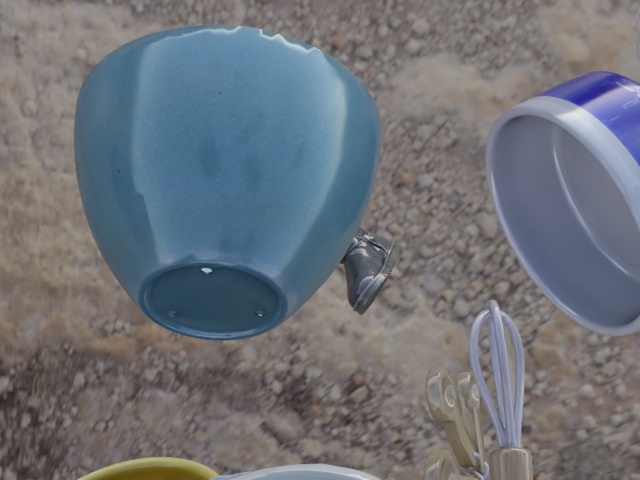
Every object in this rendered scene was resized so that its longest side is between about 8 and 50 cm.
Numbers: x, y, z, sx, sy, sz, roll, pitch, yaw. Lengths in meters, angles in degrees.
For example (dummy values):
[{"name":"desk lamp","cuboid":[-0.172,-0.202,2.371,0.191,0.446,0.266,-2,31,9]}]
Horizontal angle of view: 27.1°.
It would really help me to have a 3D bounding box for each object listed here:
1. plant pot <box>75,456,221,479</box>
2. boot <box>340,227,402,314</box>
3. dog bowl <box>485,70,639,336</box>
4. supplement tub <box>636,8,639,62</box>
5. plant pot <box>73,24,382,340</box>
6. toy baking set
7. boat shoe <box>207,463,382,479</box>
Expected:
[{"name":"plant pot","cuboid":[-0.187,0.406,1.446,0.254,0.254,0.239,-25,118,-21]},{"name":"boot","cuboid":[-0.001,0.002,1.814,0.208,0.076,0.189,33,23,-1]},{"name":"dog bowl","cuboid":[0.293,-0.039,1.391,0.104,0.265,0.265,-27,80,-20]},{"name":"supplement tub","cuboid":[0.215,-0.171,0.590,0.144,0.199,0.144,1,28,-1]},{"name":"plant pot","cuboid":[-0.091,-0.026,1.210,0.290,0.290,0.195,10,55,-11]},{"name":"toy baking set","cuboid":[0.111,0.144,0.781,0.030,0.256,0.197,-9,103,21]},{"name":"boat shoe","cuboid":[-0.047,0.186,0.897,0.227,0.081,0.079,-13,98,21]}]
